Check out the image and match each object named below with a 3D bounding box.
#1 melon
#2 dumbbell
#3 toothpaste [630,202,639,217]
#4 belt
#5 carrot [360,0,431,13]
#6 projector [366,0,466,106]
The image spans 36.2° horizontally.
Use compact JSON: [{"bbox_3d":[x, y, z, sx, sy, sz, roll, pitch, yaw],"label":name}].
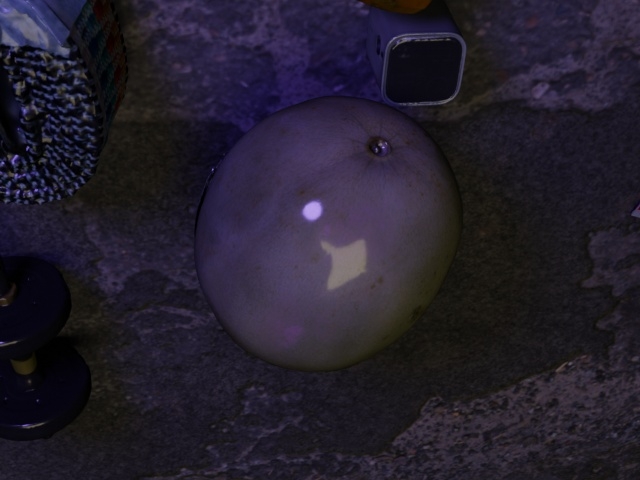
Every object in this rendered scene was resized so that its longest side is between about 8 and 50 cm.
[{"bbox_3d":[0.000,0.000,1.026,0.269,0.268,0.330,7,147,-17],"label":"melon"},{"bbox_3d":[-0.353,0.127,1.148,0.143,0.143,0.325,-6,132,-6],"label":"dumbbell"},{"bbox_3d":[0.476,-0.128,1.158,0.075,0.048,0.301,4,133,-20],"label":"toothpaste"},{"bbox_3d":[-0.293,-0.165,0.900,0.207,0.150,0.257,-7,132,8],"label":"belt"},{"bbox_3d":[-0.013,-0.309,0.855,0.302,0.114,0.114,29,120,-27],"label":"carrot"},{"bbox_3d":[0.096,-0.193,0.994,0.083,0.082,0.083,-4,131,-8],"label":"projector"}]
